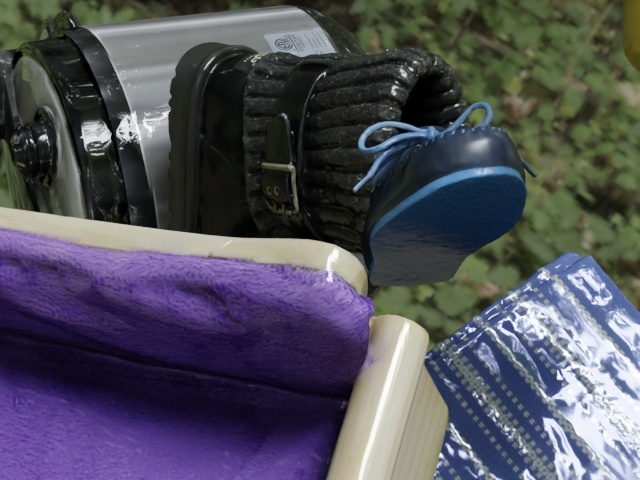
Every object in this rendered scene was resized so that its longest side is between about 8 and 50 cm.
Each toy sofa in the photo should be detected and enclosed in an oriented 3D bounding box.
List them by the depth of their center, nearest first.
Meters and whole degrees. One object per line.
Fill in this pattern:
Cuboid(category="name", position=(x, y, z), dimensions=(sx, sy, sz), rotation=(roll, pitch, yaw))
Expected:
Cuboid(category="toy sofa", position=(-0.133, 0.086, 0.642), dimensions=(0.362, 0.177, 0.150), rotation=(8, 64, 21))

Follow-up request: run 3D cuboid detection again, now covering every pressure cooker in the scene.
Cuboid(category="pressure cooker", position=(-0.171, -0.061, 1.420), dimensions=(0.420, 0.375, 0.370), rotation=(-11, 19, -25))

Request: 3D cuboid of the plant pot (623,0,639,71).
Cuboid(category="plant pot", position=(0.283, -0.176, 0.625), dimensions=(0.212, 0.187, 0.212), rotation=(19, 52, -13))

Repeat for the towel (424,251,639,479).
Cuboid(category="towel", position=(0.144, 0.173, 0.921), dimensions=(0.336, 0.040, 0.243), rotation=(-32, 71, -25))

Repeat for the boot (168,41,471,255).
Cuboid(category="boot", position=(-0.003, 0.000, 1.131), dimensions=(0.260, 0.348, 0.131), rotation=(13, 28, 37))

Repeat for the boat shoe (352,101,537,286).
Cuboid(category="boat shoe", position=(0.061, -0.034, 0.865), dimensions=(0.109, 0.258, 0.089), rotation=(0, 76, -13))
